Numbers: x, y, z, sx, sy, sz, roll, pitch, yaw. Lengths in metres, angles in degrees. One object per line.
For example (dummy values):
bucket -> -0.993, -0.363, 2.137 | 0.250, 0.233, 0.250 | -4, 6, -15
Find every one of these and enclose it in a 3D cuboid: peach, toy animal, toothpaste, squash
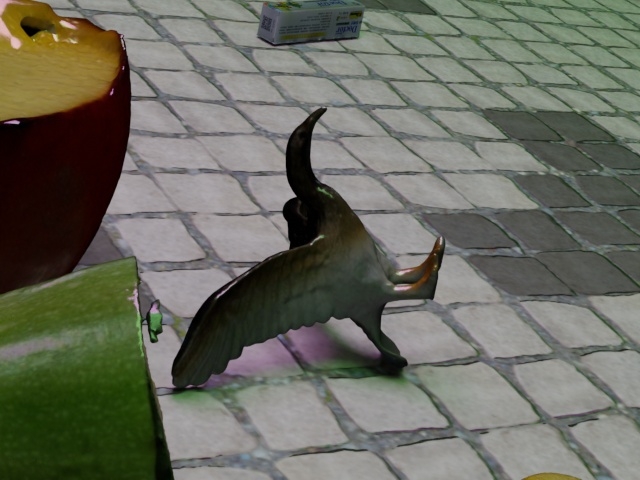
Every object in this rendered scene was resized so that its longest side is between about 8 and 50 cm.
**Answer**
peach -> -0.275, -0.044, 0.917 | 0.257, 0.201, 0.361 | 26, 31, 25
toy animal -> 0.016, 0.000, 1.029 | 0.160, 0.197, 0.272 | 20, 21, 2
toothpaste -> -0.011, -0.278, 1.716 | 0.034, 0.046, 0.164 | 31, 30, 36
squash -> -0.142, 0.094, 0.779 | 0.122, 0.170, 0.170 | -3, 29, -9

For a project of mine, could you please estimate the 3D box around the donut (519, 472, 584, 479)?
donut -> 0.159, 0.188, 0.883 | 0.097, 0.043, 0.108 | 33, 26, 30
